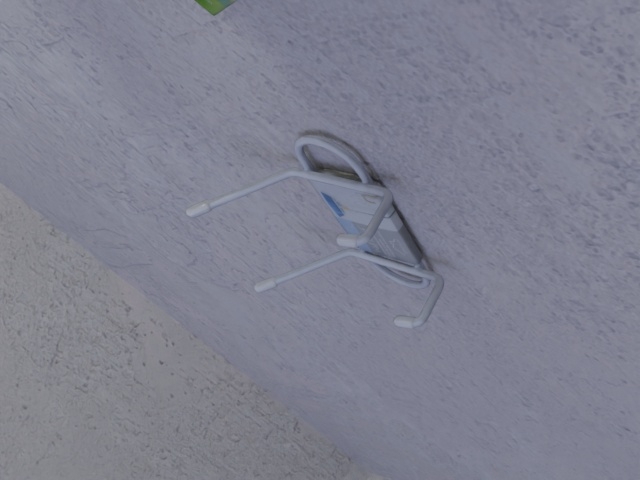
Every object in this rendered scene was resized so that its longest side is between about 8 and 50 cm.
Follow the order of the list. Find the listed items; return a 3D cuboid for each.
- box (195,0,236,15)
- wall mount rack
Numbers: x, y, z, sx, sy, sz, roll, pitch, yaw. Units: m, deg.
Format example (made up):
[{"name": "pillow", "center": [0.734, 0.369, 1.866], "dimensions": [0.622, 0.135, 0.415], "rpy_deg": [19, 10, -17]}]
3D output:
[{"name": "box", "center": [-0.103, -0.333, 0.852], "dimensions": [0.232, 0.058, 0.322], "rpy_deg": [39, 159, -21]}, {"name": "wall mount rack", "center": [0.000, 0.000, 1.369], "dimensions": [0.304, 0.130, 0.350], "rpy_deg": [14, 153, 38]}]
